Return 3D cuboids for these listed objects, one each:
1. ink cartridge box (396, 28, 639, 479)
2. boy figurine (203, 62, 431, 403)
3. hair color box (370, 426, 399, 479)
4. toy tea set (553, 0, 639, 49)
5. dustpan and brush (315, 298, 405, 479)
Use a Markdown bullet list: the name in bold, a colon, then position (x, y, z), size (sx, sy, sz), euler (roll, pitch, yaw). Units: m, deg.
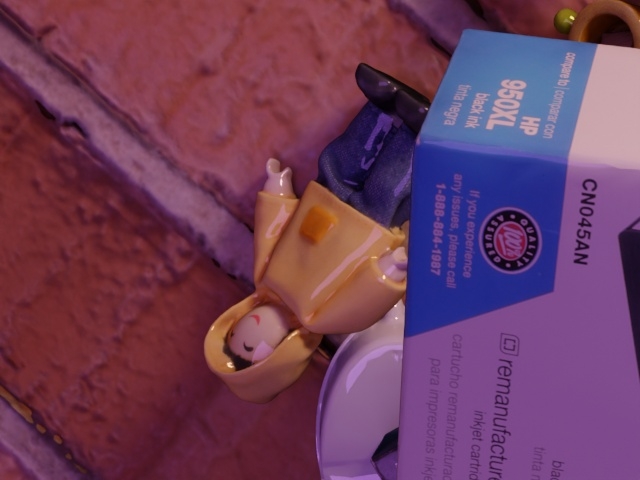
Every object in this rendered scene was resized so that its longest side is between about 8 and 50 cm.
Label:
- **ink cartridge box**: position (0.260, 0.045, 1.077), size (0.395, 0.166, 0.285), euler (8, 122, 12)
- **boy figurine**: position (0.000, 0.000, 1.348), size (0.177, 0.092, 0.285), euler (43, 104, 36)
- **hair color box**: position (0.231, 0.152, 1.281), size (0.347, 0.105, 0.173), euler (-29, 89, 9)
- **toy tea set**: position (0.249, -0.167, 1.190), size (0.336, 0.124, 0.200), euler (27, 113, 38)
- **dustpan and brush**: position (0.062, 0.090, 1.376), size (0.147, 0.060, 0.211), euler (-6, 102, 5)
